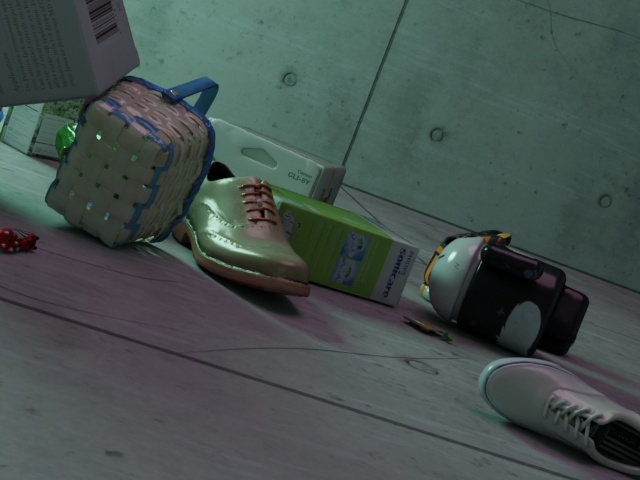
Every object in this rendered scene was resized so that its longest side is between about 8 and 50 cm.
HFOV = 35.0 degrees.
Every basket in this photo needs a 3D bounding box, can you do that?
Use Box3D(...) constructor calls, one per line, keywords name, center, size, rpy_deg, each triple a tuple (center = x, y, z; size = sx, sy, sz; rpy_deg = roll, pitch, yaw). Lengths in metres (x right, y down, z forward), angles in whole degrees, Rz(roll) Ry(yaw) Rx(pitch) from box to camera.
Box3D(name="basket", center=(-0.264, -0.127, 1.523), size=(0.201, 0.255, 0.289), rpy_deg=(34, 18, 10))

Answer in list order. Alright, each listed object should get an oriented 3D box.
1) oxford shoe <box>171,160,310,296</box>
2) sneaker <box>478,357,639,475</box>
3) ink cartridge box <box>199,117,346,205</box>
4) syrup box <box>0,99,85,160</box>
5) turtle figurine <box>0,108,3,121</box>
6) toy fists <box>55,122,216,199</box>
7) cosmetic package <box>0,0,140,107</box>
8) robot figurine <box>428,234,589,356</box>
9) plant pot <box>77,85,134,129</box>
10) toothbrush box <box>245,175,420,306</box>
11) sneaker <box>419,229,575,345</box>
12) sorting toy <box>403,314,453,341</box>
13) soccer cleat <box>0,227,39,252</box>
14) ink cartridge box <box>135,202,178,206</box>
Box3D(name="oxford shoe", center=(-0.123, -0.025, 1.575), size=(0.140, 0.146, 0.397), rpy_deg=(16, 10, -36))
Box3D(name="sneaker", center=(0.328, 0.221, 1.293), size=(0.258, 0.094, 0.091), rpy_deg=(21, 4, -4))
Box3D(name="ink cartridge box", center=(-0.117, -0.148, 2.309), size=(0.279, 0.160, 0.384), rpy_deg=(24, 6, 7))
Box3D(name="syrup box", center=(-0.514, -0.280, 1.932), size=(0.096, 0.237, 0.093), rpy_deg=(27, 11, 33))
Box3D(name="turtle figurine", center=(-0.739, -0.338, 1.919), size=(0.197, 0.275, 0.266), rpy_deg=(-13, -4, 27))
Box3D(name="toy fists", center=(-0.311, -0.133, 1.738), size=(0.279, 0.096, 0.142), rpy_deg=(-2, 30, -38))
Box3D(name="cosmetic package", center=(-0.518, -0.315, 1.469), size=(0.453, 0.230, 0.161), rpy_deg=(-3, 25, 16))
Box3D(name="robot figurine", center=(0.332, 0.098, 1.819), size=(0.278, 0.209, 0.173), rpy_deg=(23, 21, 13))
Box3D(name="plant pot", center=(-0.469, -0.266, 2.181), size=(0.180, 0.201, 0.201), rpy_deg=(34, 3, -21))
Box3D(name="toothbrush box", center=(0.000, 0.000, 1.812), size=(0.283, 0.122, 0.206), rpy_deg=(16, 9, -26))
Box3D(name="sneaker", center=(0.368, 0.084, 1.983), size=(0.321, 0.180, 0.124), rpy_deg=(22, 8, 6))
Box3D(name="sorting toy", center=(0.182, 0.148, 1.692), size=(0.062, 0.012, 0.083), rpy_deg=(20, 3, -41))
Box3D(name="soccer cleat", center=(-0.373, -0.002, 1.222), size=(0.035, 0.029, 0.083), rpy_deg=(14, 3, 17))
Box3D(name="ink cartridge box", center=(-0.343, -0.104, 1.872), size=(0.235, 0.056, 0.171), rpy_deg=(16, 9, -18))
